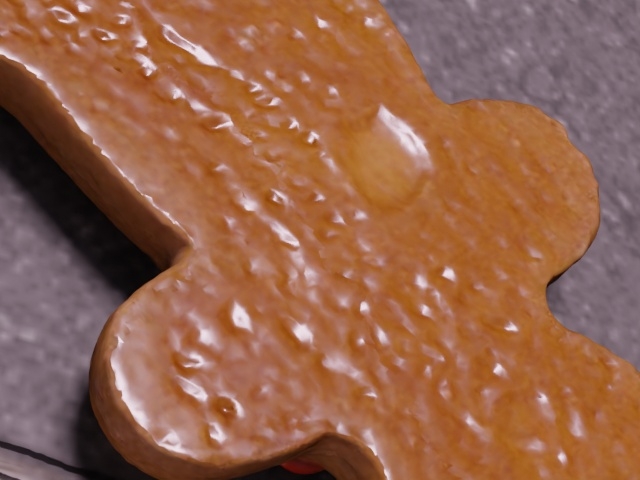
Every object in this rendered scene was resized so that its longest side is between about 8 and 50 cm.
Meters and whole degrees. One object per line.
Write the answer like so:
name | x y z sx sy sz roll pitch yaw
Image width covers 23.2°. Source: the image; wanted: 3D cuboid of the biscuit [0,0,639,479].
biscuit | -0.001 0.001 0.490 0.324 0.049 0.205 48 50 9
